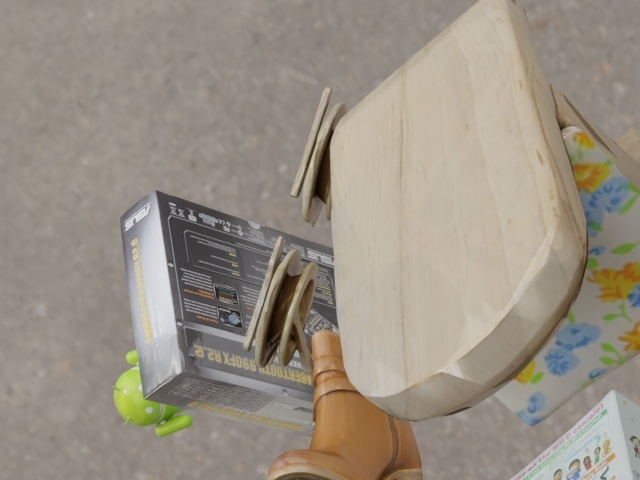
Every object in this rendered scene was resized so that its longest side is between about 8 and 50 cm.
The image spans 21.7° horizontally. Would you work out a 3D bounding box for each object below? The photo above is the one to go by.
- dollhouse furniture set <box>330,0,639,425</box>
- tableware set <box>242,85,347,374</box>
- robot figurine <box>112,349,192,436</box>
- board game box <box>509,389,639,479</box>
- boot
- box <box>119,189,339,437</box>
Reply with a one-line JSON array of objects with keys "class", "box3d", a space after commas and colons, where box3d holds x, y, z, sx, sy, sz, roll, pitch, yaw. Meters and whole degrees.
[{"class": "dollhouse furniture set", "box3d": [0.263, 0.035, 0.391, 0.394, 0.362, 0.256, -39, 27, 21]}, {"class": "tableware set", "box3d": [0.000, 0.000, 1.162, 0.039, 0.128, 0.194, 17, 84, 8]}, {"class": "robot figurine", "box3d": [-0.180, 0.166, 1.852, 0.115, 0.101, 0.067, -20, 0, -43]}, {"class": "board game box", "box3d": [0.270, 0.333, 1.665, 0.224, 0.097, 0.303, -46, 26, 29]}, {"class": "boot", "box3d": [0.010, 0.136, 1.229, 0.073, 0.197, 0.152, -17, 65, 22]}, {"class": "box", "box3d": [-0.062, 0.070, 1.469, 0.056, 0.231, 0.183, -36, 52, 35]}]
